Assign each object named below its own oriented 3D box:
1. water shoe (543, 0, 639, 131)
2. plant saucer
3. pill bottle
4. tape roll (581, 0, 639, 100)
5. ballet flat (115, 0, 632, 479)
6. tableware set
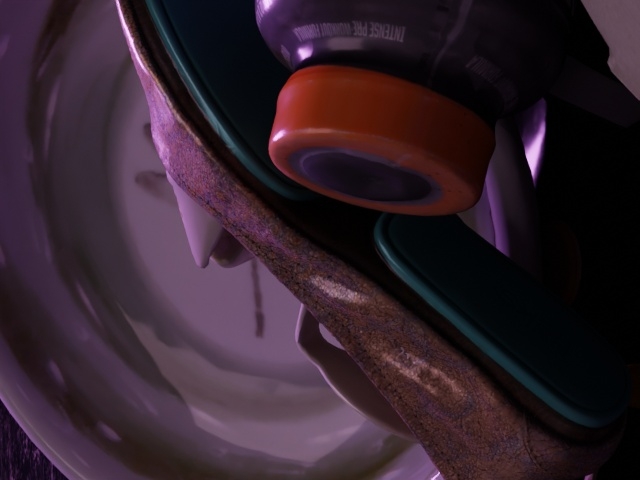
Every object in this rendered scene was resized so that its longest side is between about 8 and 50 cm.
[{"bbox_3d":[0.110,-0.129,0.705,0.080,0.073,0.203,-55,40,20],"label":"water shoe"},{"bbox_3d":[-0.047,-0.015,0.829,0.400,0.100,0.400,11,112,30],"label":"plant saucer"},{"bbox_3d":[0.048,-0.137,0.617,0.130,0.130,0.245,-21,52,66],"label":"pill bottle"},{"bbox_3d":[0.192,-0.190,0.408,0.392,0.072,0.392,15,108,58],"label":"tape roll"},{"bbox_3d":[0.000,0.000,0.682,0.316,0.107,0.106,49,132,11],"label":"ballet flat"},{"bbox_3d":[0.119,0.044,0.734,0.154,0.024,0.104,-126,44,-56],"label":"tableware set"}]
